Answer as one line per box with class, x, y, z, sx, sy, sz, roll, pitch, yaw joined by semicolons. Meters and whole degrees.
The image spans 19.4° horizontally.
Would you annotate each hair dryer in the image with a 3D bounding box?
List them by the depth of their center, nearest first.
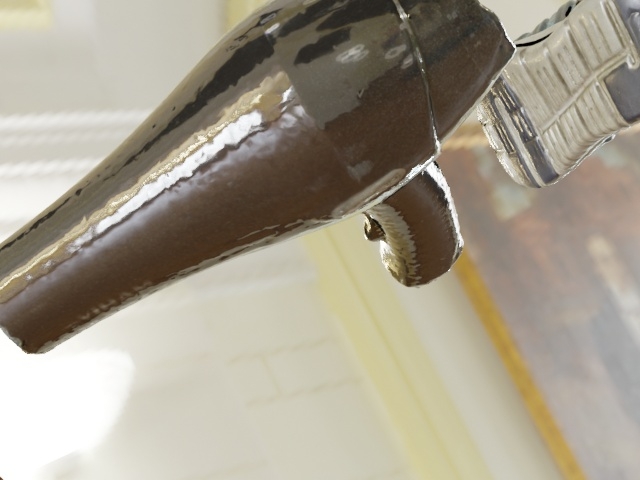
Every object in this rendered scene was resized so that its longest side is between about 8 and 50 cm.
hair dryer;0.000;0.000;0.813;0.235;0.091;0.272;-33;-29;8

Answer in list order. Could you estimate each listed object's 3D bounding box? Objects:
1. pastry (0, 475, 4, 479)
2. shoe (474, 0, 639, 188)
pastry;-0.281;0.146;1.184;0.097;0.208;0.115;-43;-14;21
shoe;0.164;-0.099;1.088;0.106;0.091;0.207;-27;0;-36
